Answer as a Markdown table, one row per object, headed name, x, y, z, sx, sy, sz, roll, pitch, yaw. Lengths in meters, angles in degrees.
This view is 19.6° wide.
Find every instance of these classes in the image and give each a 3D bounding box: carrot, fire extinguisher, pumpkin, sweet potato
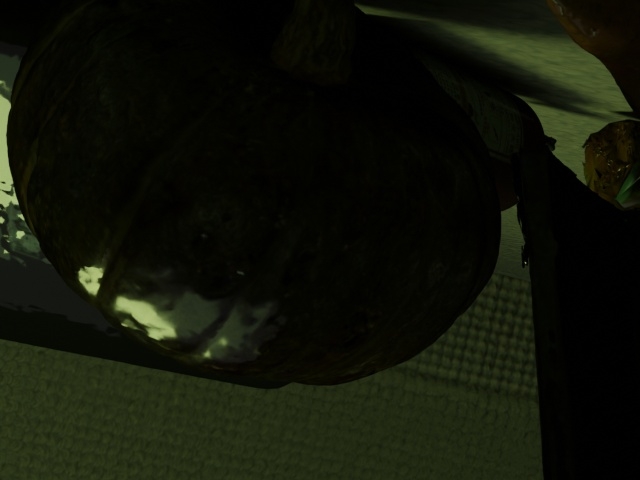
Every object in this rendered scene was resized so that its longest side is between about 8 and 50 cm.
| name | x | y | z | sx | sy | sz | roll | pitch | yaw |
| --- | --- | --- | --- | --- | --- | --- | --- | --- | --- |
| carrot | 0.254 | -0.015 | 1.013 | 0.229 | 0.069 | 0.069 | 15 | 177 | -15 |
| fire extinguisher | 0.073 | -0.047 | 0.962 | 0.231 | 0.071 | 0.099 | 18 | -157 | -53 |
| pumpkin | -0.022 | -0.042 | 0.769 | 0.219 | 0.162 | 0.219 | 25 | -159 | -10 |
| sweet potato | 0.127 | -0.064 | 0.661 | 0.056 | 0.056 | 0.195 | 12 | 174 | 36 |

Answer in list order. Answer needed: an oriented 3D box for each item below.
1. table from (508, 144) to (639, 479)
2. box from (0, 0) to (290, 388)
| name | x | y | z | sx | sy | sz | roll | pitch | yaw |
| --- | --- | --- | --- | --- | --- | --- | --- | --- | --- |
| table | 0.227 | 0.065 | 0.717 | 0.251 | 0.196 | 0.282 | -4 | 173 | 16 |
| box | -0.119 | -0.028 | 1.084 | 0.289 | 0.073 | 0.290 | 11 | 141 | -2 |
